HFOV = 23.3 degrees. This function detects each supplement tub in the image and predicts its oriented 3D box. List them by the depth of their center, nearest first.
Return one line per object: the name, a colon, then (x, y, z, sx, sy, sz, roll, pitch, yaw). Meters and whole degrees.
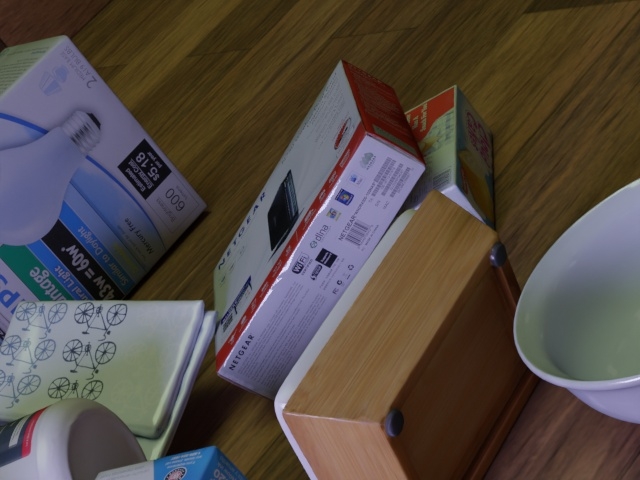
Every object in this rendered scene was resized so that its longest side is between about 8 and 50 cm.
supplement tub: (-0.333, 0.299, 1.685, 0.272, 0.191, 0.191, -24, 27, 22)

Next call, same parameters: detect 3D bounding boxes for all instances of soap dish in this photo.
soap dish: (0.097, 0.132, 1.462, 0.118, 0.229, 0.291, 8, 48, 36)

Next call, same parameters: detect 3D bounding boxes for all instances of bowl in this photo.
bowl: (0.329, 0.063, 1.358, 0.298, 0.134, 0.298, -30, 25, 15)

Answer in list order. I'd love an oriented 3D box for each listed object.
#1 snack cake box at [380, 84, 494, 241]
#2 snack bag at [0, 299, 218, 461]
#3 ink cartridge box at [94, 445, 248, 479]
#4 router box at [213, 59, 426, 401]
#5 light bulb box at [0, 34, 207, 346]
snack cake box: (0.127, -0.069, 1.922, 0.152, 0.089, 0.264, -30, 25, 22)
snack bag: (-0.305, 0.223, 1.867, 0.323, 0.037, 0.342, 0, 59, 34)
ink cartridge box: (-0.154, 0.346, 1.470, 0.171, 0.168, 0.232, -17, 32, 36)
router box: (-0.013, -0.019, 1.854, 0.335, 0.082, 0.301, -58, 15, 16)
light bulb box: (-0.437, -0.054, 2.334, 0.361, 0.358, 0.225, -50, 25, -23)
